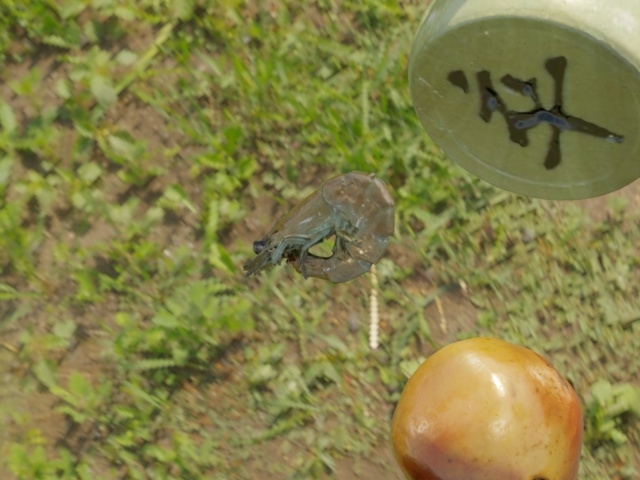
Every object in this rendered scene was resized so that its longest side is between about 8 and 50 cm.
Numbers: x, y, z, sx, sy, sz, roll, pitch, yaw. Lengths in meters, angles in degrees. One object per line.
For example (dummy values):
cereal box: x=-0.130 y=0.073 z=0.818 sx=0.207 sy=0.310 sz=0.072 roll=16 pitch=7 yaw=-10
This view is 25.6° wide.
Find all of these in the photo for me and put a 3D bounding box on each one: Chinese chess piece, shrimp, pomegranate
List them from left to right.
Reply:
shrimp: x=0.000 y=0.000 z=1.333 sx=0.180 sy=0.041 sz=0.099 roll=-26 pitch=75 yaw=31
pomegranate: x=0.174 y=0.208 z=1.466 sx=0.209 sy=0.209 sz=0.209 roll=-8 pitch=65 yaw=17
Chinese chess piece: x=0.152 y=-0.108 z=0.950 sx=0.188 sy=0.188 sz=0.083 roll=6 pitch=52 yaw=23
